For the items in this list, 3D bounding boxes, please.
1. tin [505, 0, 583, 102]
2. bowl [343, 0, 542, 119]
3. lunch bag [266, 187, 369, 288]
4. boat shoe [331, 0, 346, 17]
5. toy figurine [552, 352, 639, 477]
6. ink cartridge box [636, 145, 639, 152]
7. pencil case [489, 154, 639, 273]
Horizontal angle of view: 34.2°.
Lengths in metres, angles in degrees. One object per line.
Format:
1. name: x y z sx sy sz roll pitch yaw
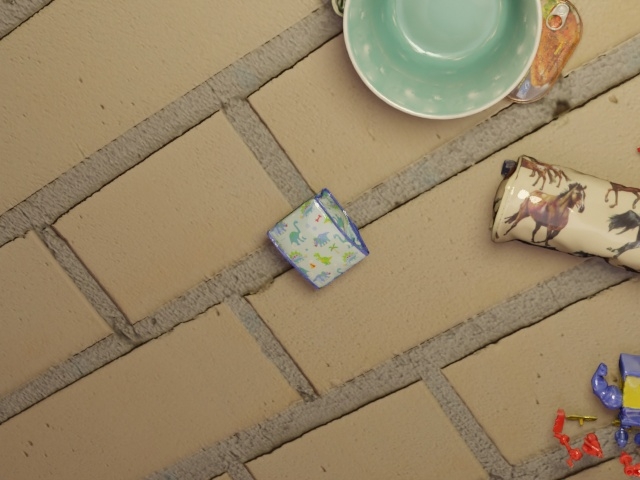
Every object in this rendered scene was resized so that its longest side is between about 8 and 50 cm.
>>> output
1. tin: 0.365 -0.323 1.756 0.106 0.040 0.189 26 116 -6
2. bowl: 0.204 -0.369 1.696 0.312 0.163 0.311 5 115 10
3. lunch bag: 0.000 0.000 1.942 0.129 0.096 0.151 -36 93 23
4. boat shoe: 0.074 -0.509 1.695 0.109 0.094 0.302 8 116 7
5. toy figurine: 0.628 0.303 1.912 0.363 0.191 0.217 8 110 6
6. ink cartridge box: 0.651 -0.170 1.709 0.134 0.078 0.231 41 154 -9
7. pencil case: 0.501 -0.025 1.798 0.411 0.183 0.159 15 84 3
